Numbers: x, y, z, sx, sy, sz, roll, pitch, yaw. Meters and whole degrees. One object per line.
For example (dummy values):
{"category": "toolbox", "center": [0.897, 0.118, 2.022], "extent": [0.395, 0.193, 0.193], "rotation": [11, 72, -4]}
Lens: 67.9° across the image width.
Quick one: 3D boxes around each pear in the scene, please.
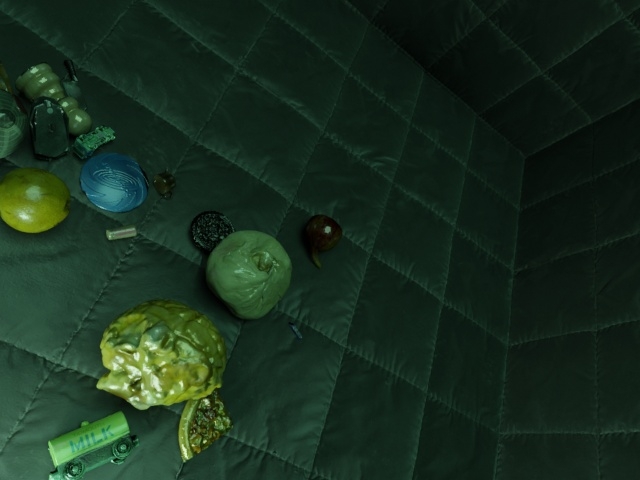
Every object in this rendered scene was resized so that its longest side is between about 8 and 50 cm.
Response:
{"category": "pear", "center": [-0.910, -0.129, 1.522], "extent": [0.209, 0.209, 0.208], "rotation": [14, 64, -29]}

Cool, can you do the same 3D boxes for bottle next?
{"category": "bottle", "center": [-0.715, -0.029, 1.709], "extent": [0.096, 0.045, 0.045], "rotation": [-15, 80, -35]}

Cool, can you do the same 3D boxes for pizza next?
{"category": "pizza", "center": [-0.387, 0.626, 1.652], "extent": [0.197, 0.058, 0.292], "rotation": [32, 56, -21]}

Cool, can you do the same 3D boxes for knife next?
{"category": "knife", "center": [-0.938, -0.577, 1.802], "extent": [0.060, 0.028, 0.230], "rotation": [-18, 85, -26]}

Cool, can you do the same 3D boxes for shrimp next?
{"category": "shrimp", "center": [-1.143, -0.541, 1.637], "extent": [0.133, 0.053, 0.236], "rotation": [-12, 82, -17]}

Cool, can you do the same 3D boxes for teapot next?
{"category": "teapot", "center": [-0.597, -0.220, 1.854], "extent": [0.068, 0.076, 0.121], "rotation": [-28, 115, -47]}

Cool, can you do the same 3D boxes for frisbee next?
{"category": "frisbee", "center": [-0.757, -0.221, 1.762], "extent": [0.242, 0.045, 0.242], "rotation": [13, 65, -31]}

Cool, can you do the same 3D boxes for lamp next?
{"category": "lamp", "center": [-1.053, -0.370, 1.497], "extent": [0.233, 0.233, 0.265], "rotation": [52, 31, -6]}

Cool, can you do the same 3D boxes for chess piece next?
{"category": "chess piece", "center": [-0.933, -0.486, 1.696], "extent": [0.261, 0.143, 0.142], "rotation": [49, 52, -13]}

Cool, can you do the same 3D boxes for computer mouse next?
{"category": "computer mouse", "center": [-0.939, -0.381, 1.635], "extent": [0.071, 0.231, 0.126], "rotation": [29, 35, 31]}

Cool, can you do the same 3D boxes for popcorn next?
{"category": "popcorn", "center": [-0.488, 0.349, 1.519], "extent": [0.390, 0.344, 0.354], "rotation": [4, 52, -46]}

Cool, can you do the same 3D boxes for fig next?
{"category": "fig", "center": [-0.003, -0.007, 2.123], "extent": [0.175, 0.175, 0.207], "rotation": [36, 74, -17]}

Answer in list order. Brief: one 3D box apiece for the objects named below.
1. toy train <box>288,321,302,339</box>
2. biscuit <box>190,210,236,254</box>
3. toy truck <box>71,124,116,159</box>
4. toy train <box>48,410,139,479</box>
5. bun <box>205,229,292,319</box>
{"category": "toy train", "center": [-0.104, 0.373, 1.975], "extent": [0.017, 0.017, 0.083], "rotation": [-35, 92, -40]}
{"category": "biscuit", "center": [-0.428, -0.032, 1.899], "extent": [0.195, 0.053, 0.194], "rotation": [14, 64, -30]}
{"category": "toy truck", "center": [-0.836, -0.365, 1.759], "extent": [0.067, 0.081, 0.175], "rotation": [44, 34, -12]}
{"category": "toy train", "center": [-0.688, 0.619, 1.431], "extent": [0.253, 0.105, 0.157], "rotation": [-15, 67, -39]}
{"category": "bun", "center": [-0.261, 0.126, 1.828], "extent": [0.361, 0.213, 0.361], "rotation": [9, 76, -39]}
